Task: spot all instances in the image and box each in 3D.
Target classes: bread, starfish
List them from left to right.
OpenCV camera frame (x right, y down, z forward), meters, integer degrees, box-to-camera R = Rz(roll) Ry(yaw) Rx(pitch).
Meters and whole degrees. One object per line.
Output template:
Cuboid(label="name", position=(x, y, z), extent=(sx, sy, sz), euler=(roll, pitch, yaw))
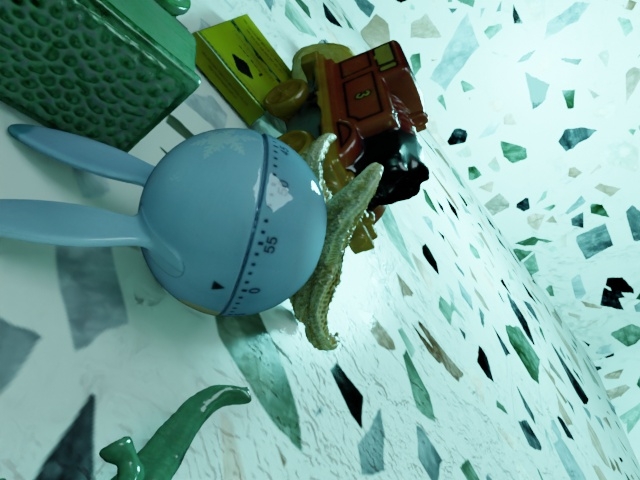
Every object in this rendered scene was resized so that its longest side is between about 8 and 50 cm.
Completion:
Cuboid(label="starfish", position=(-0.001, 0.000, 0.514), extent=(0.071, 0.238, 0.216), euler=(-5, 68, -30))
Cuboid(label="bread", position=(0.039, -0.287, 0.990), extent=(0.245, 0.134, 0.245), euler=(58, 19, -32))

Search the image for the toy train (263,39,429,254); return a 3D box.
Cuboid(label="toy train", position=(0.046, -0.162, 0.729), extent=(0.369, 0.231, 0.163), euler=(-95, 158, -46))

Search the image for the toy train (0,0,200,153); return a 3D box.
Cuboid(label="toy train", position=(-0.230, -0.218, 0.430), extent=(0.266, 0.145, 0.202), euler=(34, 35, -40))

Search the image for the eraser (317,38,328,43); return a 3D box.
Cuboid(label="eraser", position=(0.038, -0.400, 1.240), extent=(0.124, 0.067, 0.210), euler=(36, 32, -39))

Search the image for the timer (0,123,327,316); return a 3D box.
Cuboid(label="timer", position=(-0.121, -0.010, 0.413), extent=(0.175, 0.255, 0.176), euler=(174, -90, -85))

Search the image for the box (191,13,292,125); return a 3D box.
Cuboid(label="box", position=(-0.126, -0.307, 0.852), extent=(0.153, 0.041, 0.279), euler=(49, 25, -18))

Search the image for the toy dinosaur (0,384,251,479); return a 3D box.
Cuboid(label="toy dinosaur", position=(-0.136, 0.148, 0.237), extent=(0.120, 0.079, 0.292), euler=(55, 26, -16))
